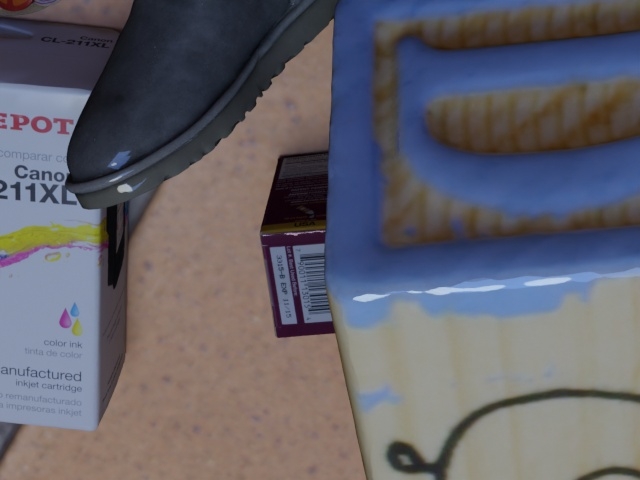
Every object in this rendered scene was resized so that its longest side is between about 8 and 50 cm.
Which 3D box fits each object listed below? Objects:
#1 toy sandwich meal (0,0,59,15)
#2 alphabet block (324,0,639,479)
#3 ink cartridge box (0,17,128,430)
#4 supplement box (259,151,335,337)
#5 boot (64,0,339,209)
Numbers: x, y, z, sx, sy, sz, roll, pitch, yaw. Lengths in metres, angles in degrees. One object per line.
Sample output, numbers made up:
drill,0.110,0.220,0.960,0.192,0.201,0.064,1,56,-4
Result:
toy sandwich meal,-0.144,-0.136,0.803,0.085,0.029,0.085,2,116,4
alphabet block,0.108,0.018,0.744,0.192,0.193,0.197,-5,132,9
ink cartridge box,-0.157,-0.009,0.843,0.127,0.072,0.175,5,117,3
supplement box,0.000,0.000,0.827,0.043,0.083,0.055,-5,115,8
boot,-0.089,-0.144,0.732,0.076,0.189,0.208,-2,132,48
